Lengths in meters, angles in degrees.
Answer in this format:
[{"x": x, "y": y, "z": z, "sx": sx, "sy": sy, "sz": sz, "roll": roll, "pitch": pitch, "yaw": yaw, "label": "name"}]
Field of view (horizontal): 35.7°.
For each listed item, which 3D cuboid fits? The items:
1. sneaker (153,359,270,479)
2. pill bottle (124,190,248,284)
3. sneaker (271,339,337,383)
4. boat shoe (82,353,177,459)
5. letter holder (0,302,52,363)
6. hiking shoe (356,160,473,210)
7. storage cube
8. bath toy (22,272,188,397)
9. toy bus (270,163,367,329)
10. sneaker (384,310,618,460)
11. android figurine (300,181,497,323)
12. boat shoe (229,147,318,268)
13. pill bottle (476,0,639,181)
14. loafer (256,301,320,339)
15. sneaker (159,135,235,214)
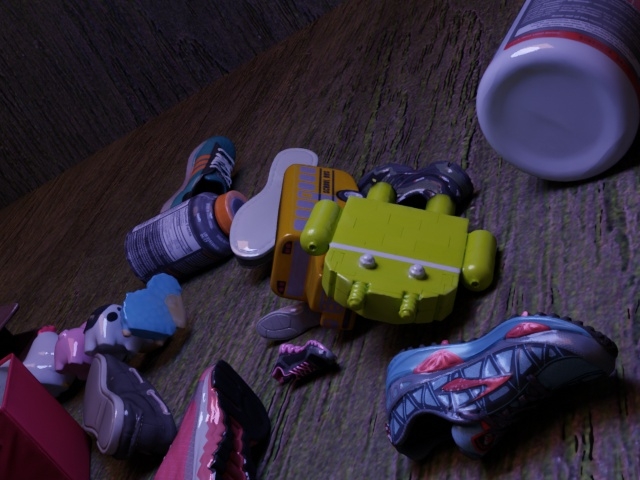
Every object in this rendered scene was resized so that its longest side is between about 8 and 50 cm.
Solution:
[{"x": -0.150, "y": 0.259, "z": 1.208, "sx": 0.136, "sy": 0.116, "sz": 0.314, "roll": -32, "pitch": 22, "yaw": 15, "label": "sneaker"}, {"x": -0.241, "y": -0.009, "z": 1.878, "sx": 0.245, "sy": 0.130, "sz": 0.130, "roll": -24, "pitch": 25, "yaw": 28, "label": "pill bottle"}, {"x": -0.024, "y": 0.166, "z": 1.314, "sx": 0.119, "sy": 0.047, "sz": 0.057, "roll": -18, "pitch": 34, "yaw": 55, "label": "sneaker"}, {"x": -0.293, "y": 0.254, "z": 1.497, "sx": 0.335, "sy": 0.095, "sz": 0.112, "roll": -157, "pitch": 83, "yaw": -70, "label": "boat shoe"}, {"x": -0.601, "y": 0.264, "z": 1.834, "sx": 0.214, "sy": 0.152, "sz": 0.302, "roll": -16, "pitch": 29, "yaw": 37, "label": "letter holder"}, {"x": 0.115, "y": -0.058, "z": 1.501, "sx": 0.226, "sy": 0.086, "sz": 0.114, "roll": -10, "pitch": 30, "yaw": 47, "label": "hiking shoe"}, {"x": -0.467, "y": 0.320, "z": 1.454, "sx": 0.183, "sy": 0.193, "sz": 0.215, "roll": -36, "pitch": 22, "yaw": 0, "label": "storage cube"}, {"x": -0.384, "y": 0.168, "z": 1.717, "sx": 0.348, "sy": 0.151, "sz": 0.129, "roll": -26, "pitch": 54, "yaw": 32, "label": "bath toy"}, {"x": 0.000, "y": 0.000, "z": 1.446, "sx": 0.130, "sy": 0.108, "sz": 0.333, "roll": 10, "pitch": 26, "yaw": -4, "label": "toy bus"}, {"x": 0.176, "y": 0.160, "z": 0.984, "sx": 0.261, "sy": 0.104, "sz": 0.125, "roll": -23, "pitch": 42, "yaw": 39, "label": "sneaker"}, {"x": 0.098, "y": 0.014, "z": 1.266, "sx": 0.248, "sy": 0.056, "sz": 0.273, "roll": 13, "pitch": 34, "yaw": 8, "label": "android figurine"}, {"x": -0.075, "y": -0.045, "z": 1.755, "sx": 0.109, "sy": 0.091, "sz": 0.305, "roll": 12, "pitch": 42, "yaw": 13, "label": "boat shoe"}, {"x": 0.363, "y": -0.263, "z": 1.379, "sx": 0.210, "sy": 0.210, "sz": 0.363, "roll": -17, "pitch": 28, "yaw": 40, "label": "pill bottle"}, {"x": -0.032, "y": 0.112, "z": 1.444, "sx": 0.125, "sy": 0.045, "sz": 0.039, "roll": -20, "pitch": 9, "yaw": 21, "label": "loafer"}, {"x": -0.234, "y": -0.124, "z": 2.151, "sx": 0.121, "sy": 0.108, "sz": 0.302, "roll": -18, "pitch": 36, "yaw": 37, "label": "sneaker"}]
